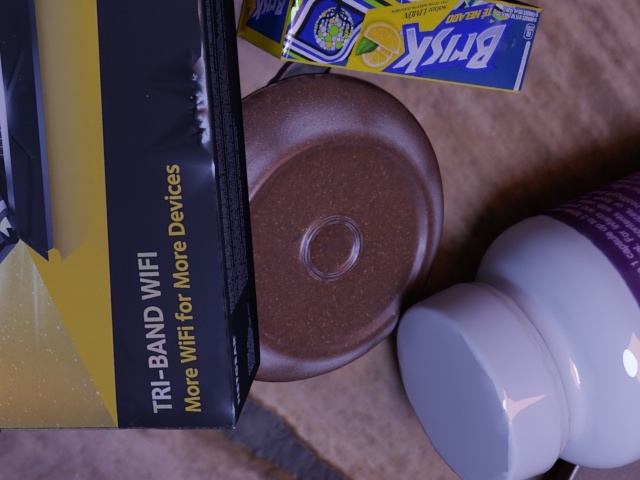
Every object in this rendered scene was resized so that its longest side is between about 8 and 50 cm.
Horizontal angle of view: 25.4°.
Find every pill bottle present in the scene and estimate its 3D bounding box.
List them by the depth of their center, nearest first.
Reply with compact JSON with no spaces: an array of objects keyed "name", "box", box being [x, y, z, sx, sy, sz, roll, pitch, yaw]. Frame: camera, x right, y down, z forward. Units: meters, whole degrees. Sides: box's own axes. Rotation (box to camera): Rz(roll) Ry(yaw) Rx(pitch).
[{"name":"pill bottle","box":[0.206,0.045,0.918,0.301,0.169,0.169,-21,117,-23]}]

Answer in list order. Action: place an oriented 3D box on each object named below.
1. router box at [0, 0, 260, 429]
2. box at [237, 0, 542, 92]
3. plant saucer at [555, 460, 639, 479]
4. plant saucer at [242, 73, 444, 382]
[{"name":"router box","box":[-0.160,-0.070,0.626,0.243,0.081,0.309,-2,107,7]},{"name":"box","box":[0.042,-0.126,0.822,0.169,0.059,0.054,3,108,-31]},{"name":"plant saucer","box":[0.282,0.207,1.095,0.310,0.050,0.310,-10,113,-26]},{"name":"plant saucer","box":[0.000,0.000,0.860,0.198,0.036,0.198,-11,113,-28]}]
